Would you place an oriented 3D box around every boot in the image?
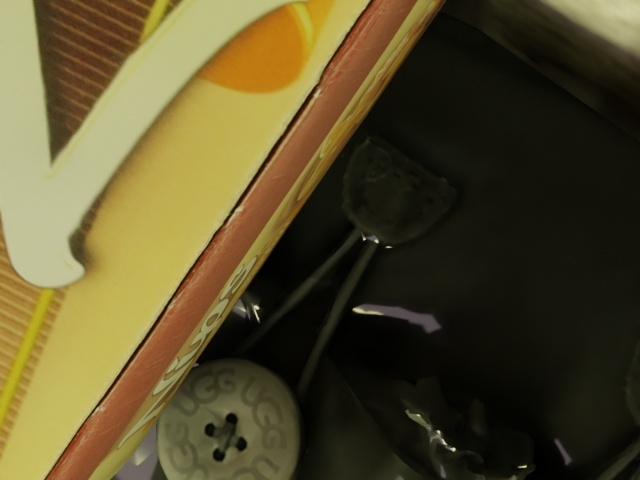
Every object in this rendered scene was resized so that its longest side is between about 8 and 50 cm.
[{"bbox_3d":[-0.008,0.112,0.540,0.445,0.367,0.146,35,-154,11],"label":"boot"}]

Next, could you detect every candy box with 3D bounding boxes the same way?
[{"bbox_3d":[-0.135,-0.098,0.412,0.316,0.183,0.087,37,-158,5],"label":"candy box"}]
